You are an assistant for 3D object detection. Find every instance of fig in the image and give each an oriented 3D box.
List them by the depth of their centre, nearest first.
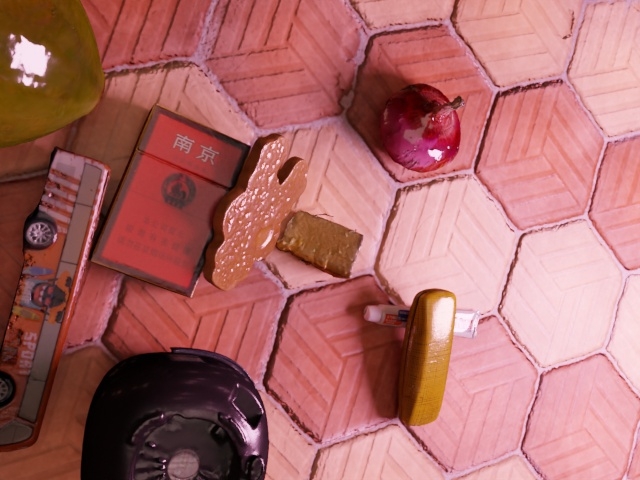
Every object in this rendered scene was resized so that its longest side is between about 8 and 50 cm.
[{"bbox_3d":[-0.412,-0.243,0.843,0.316,0.316,0.316,-1,92,-19],"label":"fig"}]

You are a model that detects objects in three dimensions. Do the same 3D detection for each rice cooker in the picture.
[{"bbox_3d":[-0.193,0.273,0.950,0.267,0.224,0.267,0,90,-20],"label":"rice cooker"}]

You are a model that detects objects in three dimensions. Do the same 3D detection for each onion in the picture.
[{"bbox_3d":[0.177,-0.186,1.108,0.150,0.140,0.150,6,79,-32],"label":"onion"}]

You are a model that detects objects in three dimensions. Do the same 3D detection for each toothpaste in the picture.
[{"bbox_3d":[0.173,0.131,1.174,0.218,0.033,0.052,8,95,-23],"label":"toothpaste"}]

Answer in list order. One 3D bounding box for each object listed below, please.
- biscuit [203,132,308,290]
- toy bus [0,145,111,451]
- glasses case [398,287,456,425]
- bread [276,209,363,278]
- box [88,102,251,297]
[{"bbox_3d":[-0.099,-0.037,1.037,0.236,0.040,0.144,-60,141,-8],"label":"biscuit"},{"bbox_3d":[-0.380,0.079,0.951,0.092,0.093,0.409,15,88,-20],"label":"toy bus"},{"bbox_3d":[0.170,0.190,1.138,0.079,0.064,0.234,0,105,-23],"label":"glasses case"},{"bbox_3d":[0.000,0.000,1.084,0.109,0.080,0.084,27,81,-19],"label":"bread"},{"bbox_3d":[-0.216,-0.056,1.013,0.153,0.074,0.240,22,84,-15],"label":"box"}]
